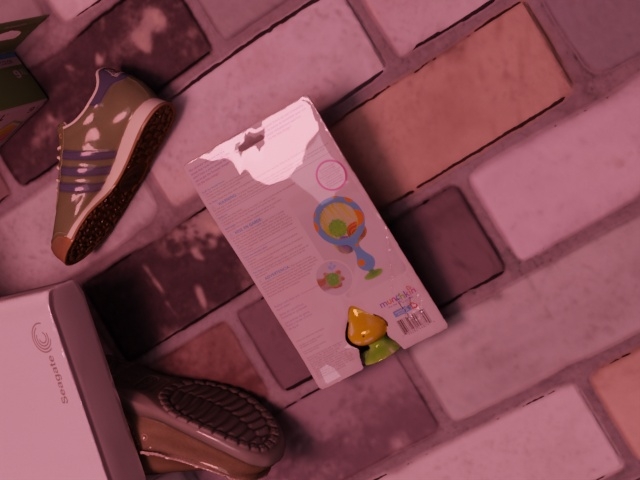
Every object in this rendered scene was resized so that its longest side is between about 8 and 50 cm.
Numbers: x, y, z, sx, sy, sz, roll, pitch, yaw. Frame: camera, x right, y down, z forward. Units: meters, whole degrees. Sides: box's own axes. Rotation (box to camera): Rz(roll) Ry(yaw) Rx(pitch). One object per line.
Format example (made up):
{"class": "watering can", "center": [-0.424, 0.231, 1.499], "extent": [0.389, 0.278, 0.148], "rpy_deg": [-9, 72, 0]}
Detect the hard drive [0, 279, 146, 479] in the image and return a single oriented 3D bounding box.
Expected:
{"class": "hard drive", "center": [-0.329, 0.179, 1.427], "extent": [0.353, 0.047, 0.233], "rpy_deg": [-13, 98, 39]}

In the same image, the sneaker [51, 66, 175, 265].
{"class": "sneaker", "center": [-0.213, -0.075, 1.360], "extent": [0.086, 0.064, 0.192], "rpy_deg": [41, 114, 17]}

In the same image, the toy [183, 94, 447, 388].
{"class": "toy", "center": [0.000, 0.000, 1.292], "extent": [0.137, 0.056, 0.237], "rpy_deg": [-28, 96, 22]}

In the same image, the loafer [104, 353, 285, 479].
{"class": "loafer", "center": [-0.145, 0.179, 1.381], "extent": [0.251, 0.094, 0.087], "rpy_deg": [17, 112, 28]}

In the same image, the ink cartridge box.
{"class": "ink cartridge box", "center": [-0.329, -0.118, 1.367], "extent": [0.209, 0.109, 0.062], "rpy_deg": [-39, 87, 25]}
